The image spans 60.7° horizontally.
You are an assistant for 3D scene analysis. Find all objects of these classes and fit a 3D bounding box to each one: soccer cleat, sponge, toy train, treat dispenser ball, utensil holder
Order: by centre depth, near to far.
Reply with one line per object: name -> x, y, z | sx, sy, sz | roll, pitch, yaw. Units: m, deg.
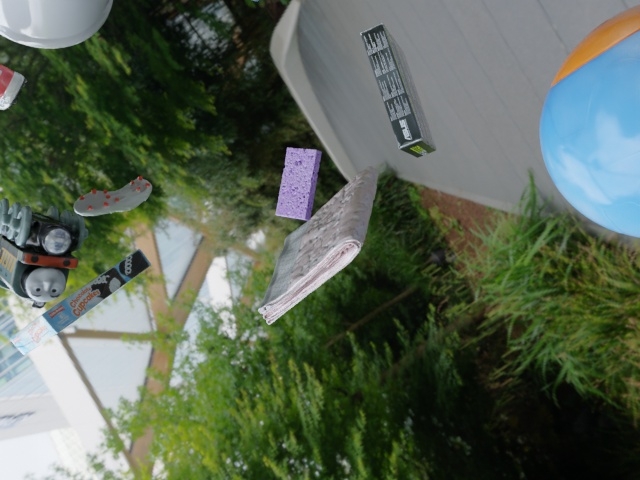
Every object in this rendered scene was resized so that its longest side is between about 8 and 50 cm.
treat dispenser ball -> 0.422, -0.143, 0.663 | 0.288, 0.288, 0.288 | 54, -177, -5
utensil holder -> -0.579, -0.625, 1.099 | 0.327, 0.328, 0.385 | 54, 157, -9
toy train -> -0.588, 0.022, 1.120 | 0.142, 0.190, 0.334 | 9, -178, -42
soccer cleat -> -0.821, -0.346, 1.300 | 0.116, 0.318, 0.108 | 33, -122, -41
soccer cleat -> -0.488, -0.091, 1.300 | 0.068, 0.196, 0.076 | 46, 137, 17
sponge -> -0.066, -0.169, 1.630 | 0.117, 0.210, 0.031 | 12, -176, 37

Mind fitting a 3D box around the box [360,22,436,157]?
box -> 0.134, -0.237, 0.900 | 0.184, 0.045, 0.190 | -15, -93, -69

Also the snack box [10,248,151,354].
snack box -> -0.594, 0.149, 1.375 | 0.060, 0.187, 0.322 | 54, -144, -9

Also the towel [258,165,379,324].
towel -> 0.000, 0.000, 1.241 | 0.053, 0.317, 0.331 | 40, -148, -16
